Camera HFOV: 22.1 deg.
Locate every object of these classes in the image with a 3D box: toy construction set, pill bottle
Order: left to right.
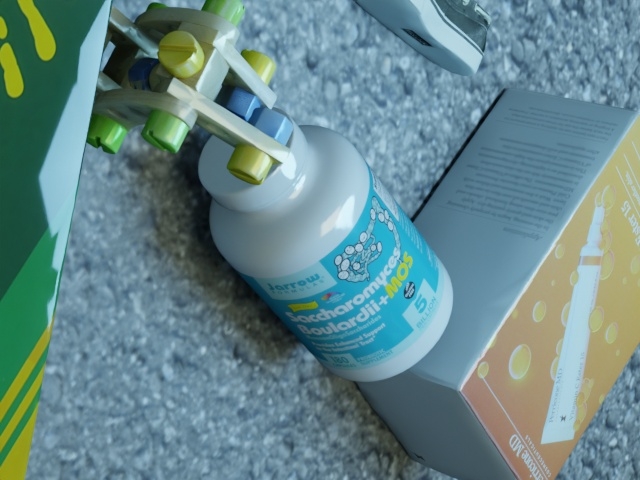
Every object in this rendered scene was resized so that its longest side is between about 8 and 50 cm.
[{"bbox_3d":[-0.166,-0.170,1.130,0.151,0.215,0.328,-54,134,-22],"label":"toy construction set"},{"bbox_3d":[0.000,0.000,1.416,0.146,0.146,0.264,-58,135,-18],"label":"pill bottle"}]

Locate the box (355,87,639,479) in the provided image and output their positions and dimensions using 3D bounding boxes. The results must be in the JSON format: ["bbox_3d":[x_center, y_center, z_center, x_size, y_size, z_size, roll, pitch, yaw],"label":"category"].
[{"bbox_3d":[0.201,0.052,1.633,0.345,0.168,0.215,-54,135,-21],"label":"box"}]

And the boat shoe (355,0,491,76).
[{"bbox_3d":[0.091,-0.226,1.503,0.219,0.078,0.070,33,78,-55],"label":"boat shoe"}]

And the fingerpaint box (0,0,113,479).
[{"bbox_3d":[-0.327,-0.003,0.836,0.163,0.445,0.371,5,97,-49],"label":"fingerpaint box"}]
